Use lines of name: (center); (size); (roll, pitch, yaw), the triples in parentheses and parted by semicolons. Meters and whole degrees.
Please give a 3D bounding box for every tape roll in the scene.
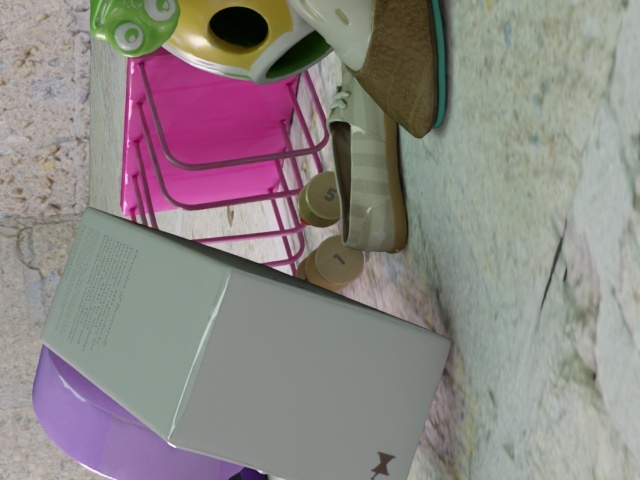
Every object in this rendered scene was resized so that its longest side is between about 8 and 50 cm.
tape roll: (-0.192, 0.166, 1.774); (0.275, 0.275, 0.090); (-113, 36, -53)

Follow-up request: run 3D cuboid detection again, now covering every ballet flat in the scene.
ballet flat: (0.031, -0.254, 1.280); (0.116, 0.124, 0.342); (-161, 67, -69)

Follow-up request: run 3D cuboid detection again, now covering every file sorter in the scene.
file sorter: (-0.112, -0.073, 1.775); (0.290, 0.202, 0.182); (103, 153, -53)

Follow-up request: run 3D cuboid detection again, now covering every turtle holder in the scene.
turtle holder: (-0.077, -0.267, 1.376); (0.227, 0.243, 0.320); (56, -168, 6)

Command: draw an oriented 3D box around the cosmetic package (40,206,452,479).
cosmetic package: (-0.093, 0.096, 1.468); (0.453, 0.230, 0.161); (19, 90, 64)

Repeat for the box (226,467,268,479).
box: (-0.164, 0.387, 2.157); (0.103, 0.184, 0.261); (104, 156, -54)

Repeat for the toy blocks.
toy blocks: (0.000, 0.000, 1.638); (0.148, 0.054, 0.123); (137, 126, -73)

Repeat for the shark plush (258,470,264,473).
shark plush: (-0.037, 0.226, 1.829); (0.161, 0.067, 0.073); (104, 158, -52)

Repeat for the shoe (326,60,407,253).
shoe: (0.038, -0.094, 1.443); (0.076, 0.058, 0.219); (133, 132, -71)
